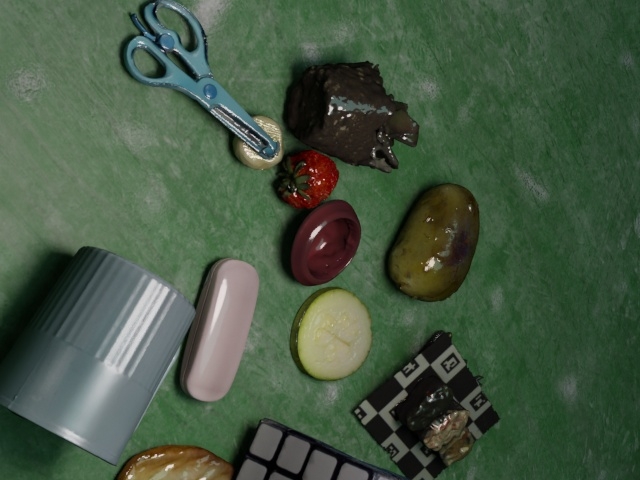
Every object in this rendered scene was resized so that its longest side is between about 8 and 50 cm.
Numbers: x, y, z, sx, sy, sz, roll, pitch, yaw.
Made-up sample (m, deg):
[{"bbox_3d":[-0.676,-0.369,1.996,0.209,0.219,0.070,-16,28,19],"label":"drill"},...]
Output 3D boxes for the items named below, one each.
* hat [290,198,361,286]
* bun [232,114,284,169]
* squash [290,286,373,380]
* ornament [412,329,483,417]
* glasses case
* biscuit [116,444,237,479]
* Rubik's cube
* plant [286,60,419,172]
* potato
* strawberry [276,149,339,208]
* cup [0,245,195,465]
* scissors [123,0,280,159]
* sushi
[{"bbox_3d":[0.000,0.000,2.029,0.206,0.089,0.205,-26,131,-34],"label":"hat"},{"bbox_3d":[-0.129,-0.201,1.915,0.115,0.069,0.115,3,82,-25],"label":"bun"},{"bbox_3d":[0.023,0.214,2.120,0.219,0.041,0.219,-3,96,-35],"label":"squash"},{"bbox_3d":[0.322,0.374,2.356,0.202,0.080,0.236,-53,125,-22],"label":"ornament"},{"bbox_3d":[-0.206,0.182,1.896,0.113,0.075,0.296,21,83,-40],"label":"glasses case"},{"bbox_3d":[-0.276,0.496,1.899,0.299,0.045,0.154,37,74,-36],"label":"biscuit"},{"bbox_3d":[0.018,0.612,1.938,0.344,0.337,0.343,35,73,-49],"label":"Rubik's cube"},{"bbox_3d":[0.080,-0.270,1.981,0.276,0.198,0.188,10,131,-36],"label":"plant"},{"bbox_3d":[0.282,0.007,2.217,0.210,0.173,0.307,28,81,-36],"label":"potato"},{"bbox_3d":[-0.019,-0.125,1.985,0.148,0.131,0.131,20,83,-42],"label":"strawberry"},{"bbox_3d":[-0.373,0.215,1.647,0.331,0.257,0.311,40,69,-34],"label":"cup"},{"bbox_3d":[-0.222,-0.299,1.811,0.393,0.032,0.180,43,68,-22],"label":"scissors"},{"bbox_3d":[0.296,0.453,2.262,0.296,0.100,0.373,-40,124,-8],"label":"sushi"}]
